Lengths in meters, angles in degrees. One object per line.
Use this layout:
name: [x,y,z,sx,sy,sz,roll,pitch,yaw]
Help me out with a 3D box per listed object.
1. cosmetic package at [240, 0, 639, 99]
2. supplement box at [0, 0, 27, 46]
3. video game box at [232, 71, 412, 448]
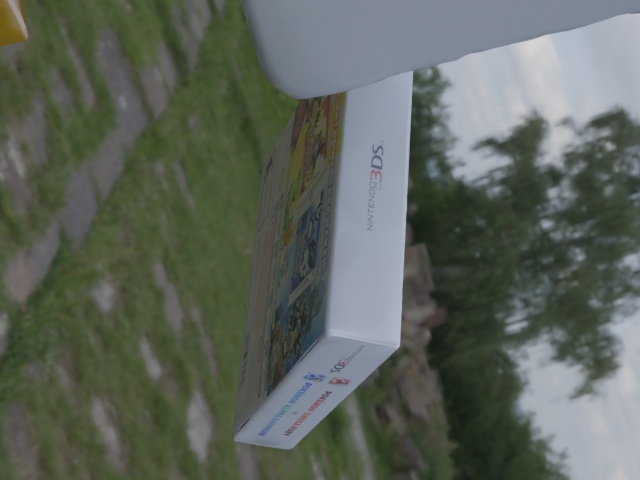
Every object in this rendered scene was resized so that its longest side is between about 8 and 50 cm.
cosmetic package: [0.110,-0.304,0.438,0.327,0.329,0.393,-56,130,-66]
supplement box: [-0.297,-0.208,0.725,0.129,0.194,0.191,81,-5,-66]
video game box: [0.000,0.000,0.729,0.187,0.048,0.205,123,-25,-59]
